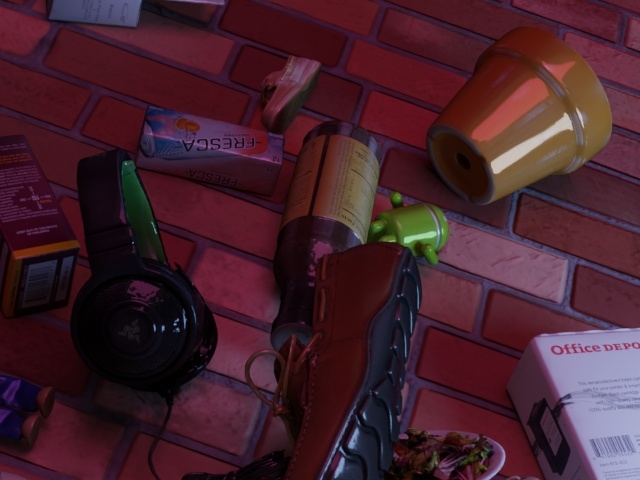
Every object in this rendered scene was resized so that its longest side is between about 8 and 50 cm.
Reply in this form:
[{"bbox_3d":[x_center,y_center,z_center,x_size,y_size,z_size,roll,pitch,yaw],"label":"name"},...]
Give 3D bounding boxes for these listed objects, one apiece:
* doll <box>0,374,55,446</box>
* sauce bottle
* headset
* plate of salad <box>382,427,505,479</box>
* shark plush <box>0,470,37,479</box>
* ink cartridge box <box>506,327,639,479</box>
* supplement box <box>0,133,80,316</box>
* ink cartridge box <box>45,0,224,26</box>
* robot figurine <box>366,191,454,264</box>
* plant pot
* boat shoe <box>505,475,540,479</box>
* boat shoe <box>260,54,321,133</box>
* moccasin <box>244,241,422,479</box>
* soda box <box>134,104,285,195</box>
[{"bbox_3d":[-0.379,0.154,1.690,0.189,0.046,0.129,18,53,7],"label":"doll"},{"bbox_3d":[0.000,0.000,1.930,0.111,0.111,0.344,17,45,-3],"label":"sauce bottle"},{"bbox_3d":[-0.159,0.088,1.707,0.185,0.243,0.394,-14,80,2],"label":"headset"},{"bbox_3d":[0.098,0.234,1.713,0.199,0.048,0.200,-9,13,2],"label":"plate of salad"},{"bbox_3d":[-0.311,0.276,1.614,0.161,0.073,0.067,26,61,-23],"label":"shark plush"},{"bbox_3d":[0.341,0.225,1.837,0.172,0.100,0.237,-2,49,-21],"label":"ink cartridge box"},{"bbox_3d":[-0.351,-0.019,1.827,0.080,0.104,0.188,-11,52,-29],"label":"supplement box"},{"bbox_3d":[-0.273,-0.411,2.269,0.238,0.060,0.275,4,46,-17],"label":"ink cartridge box"},{"bbox_3d":[0.112,-0.010,2.009,0.115,0.067,0.101,-13,55,-30],"label":"robot figurine"},{"bbox_3d":[0.249,-0.150,2.117,0.188,0.205,0.205,-37,66,-25],"label":"plant pot"},{"bbox_3d":[0.214,0.305,1.685,0.302,0.109,0.098,6,44,9],"label":"boat shoe"},{"bbox_3d":[-0.052,-0.199,2.144,0.059,0.063,0.170,23,35,7],"label":"boat shoe"},{"bbox_3d":[0.008,0.147,1.677,0.147,0.139,0.380,-2,48,17],"label":"moccasin"},{"bbox_3d":[-0.140,-0.114,2.023,0.183,0.063,0.058,12,45,-9],"label":"soda box"}]
